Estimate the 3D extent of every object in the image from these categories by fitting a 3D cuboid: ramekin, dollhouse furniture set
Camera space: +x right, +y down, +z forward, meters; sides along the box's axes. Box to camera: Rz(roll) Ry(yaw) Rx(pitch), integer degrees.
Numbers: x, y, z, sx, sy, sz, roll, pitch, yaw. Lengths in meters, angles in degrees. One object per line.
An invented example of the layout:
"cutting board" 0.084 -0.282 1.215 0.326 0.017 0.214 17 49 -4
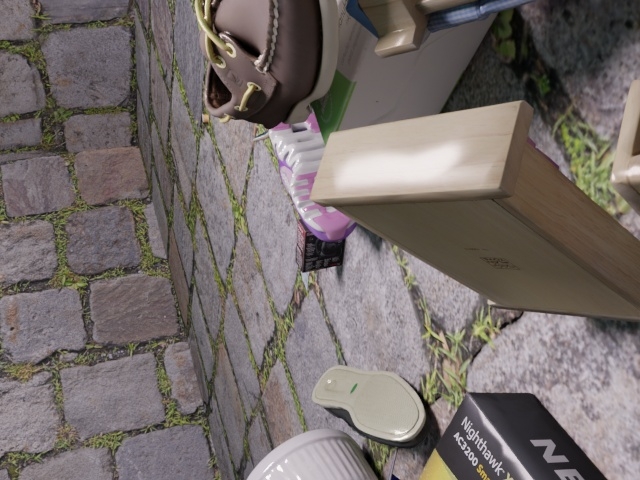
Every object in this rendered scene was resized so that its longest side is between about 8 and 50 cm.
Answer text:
"ramekin" -0.004 0.382 1.019 0.109 0.207 0.207 40 138 49
"dollhouse furniture set" 0.179 -0.125 0.432 0.286 0.198 0.304 1 69 50

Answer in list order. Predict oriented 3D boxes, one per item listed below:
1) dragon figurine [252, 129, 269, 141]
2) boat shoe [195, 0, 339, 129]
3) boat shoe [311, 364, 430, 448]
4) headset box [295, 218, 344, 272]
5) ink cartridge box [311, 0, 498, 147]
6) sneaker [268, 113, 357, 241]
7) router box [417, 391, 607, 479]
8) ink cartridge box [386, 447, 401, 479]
"dragon figurine" -0.057 -0.283 0.993 0.289 0.085 0.144 102 151 -47
"boat shoe" -0.051 -0.163 0.591 0.324 0.096 0.117 153 110 -81
"boat shoe" 0.075 0.217 0.924 0.079 0.084 0.233 46 162 -19
"headset box" 0.000 0.000 1.012 0.032 0.062 0.083 -123 28 -47
"ink cartridge box" 0.026 -0.293 0.695 0.207 0.119 0.354 114 142 -61
"sneaker" -0.004 -0.070 0.959 0.236 0.095 0.105 -113 16 -47
"router box" 0.168 0.309 0.551 0.309 0.081 0.243 54 129 51
"ink cartridge box" 0.063 0.428 0.879 0.165 0.065 0.333 -61 -13 -57
